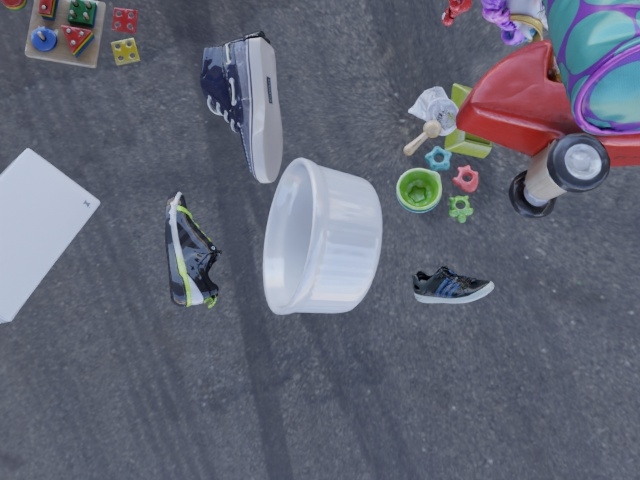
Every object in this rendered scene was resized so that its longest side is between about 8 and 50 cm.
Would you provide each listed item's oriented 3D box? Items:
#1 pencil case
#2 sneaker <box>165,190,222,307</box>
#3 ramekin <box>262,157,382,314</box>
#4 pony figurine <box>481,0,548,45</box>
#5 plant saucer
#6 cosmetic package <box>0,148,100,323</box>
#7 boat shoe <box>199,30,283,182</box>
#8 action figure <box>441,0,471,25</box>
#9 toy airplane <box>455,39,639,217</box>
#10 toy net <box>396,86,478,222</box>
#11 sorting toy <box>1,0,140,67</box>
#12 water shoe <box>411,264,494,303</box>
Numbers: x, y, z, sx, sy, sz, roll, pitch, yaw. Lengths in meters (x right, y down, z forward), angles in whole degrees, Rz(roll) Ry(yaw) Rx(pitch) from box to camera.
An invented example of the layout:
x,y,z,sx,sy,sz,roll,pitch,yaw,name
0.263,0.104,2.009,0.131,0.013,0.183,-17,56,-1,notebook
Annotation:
x,y,z,sx,sy,sz,roll,pitch,yaw,name
0.165,-0.129,0.340,0.065,0.151,0.070,20,142,-18,pencil case
-0.231,0.018,1.110,0.097,0.084,0.234,-4,65,-17,sneaker
0.000,0.000,1.082,0.135,0.277,0.277,8,104,-20,ramekin
0.295,-0.513,1.038,0.351,0.303,0.363,-4,113,-19,pony figurine
0.441,-0.337,1.723,0.045,0.188,0.188,13,98,50,plant saucer
-0.493,0.006,0.942,0.138,0.224,0.225,42,147,-25,cosmetic package
-0.183,-0.294,1.382,0.158,0.127,0.340,-4,85,18,boat shoe
0.329,-0.647,1.411,0.139,0.091,0.280,42,133,22,action figure
0.397,-0.181,0.683,0.386,0.384,0.272,-15,75,42,toy airplane
0.188,-0.145,0.941,0.122,0.045,0.232,6,73,9,toy net
-0.485,-0.412,1.168,0.275,0.046,0.132,8,85,-7,sorting toy
0.295,0.098,1.390,0.203,0.073,0.080,-10,103,41,water shoe
